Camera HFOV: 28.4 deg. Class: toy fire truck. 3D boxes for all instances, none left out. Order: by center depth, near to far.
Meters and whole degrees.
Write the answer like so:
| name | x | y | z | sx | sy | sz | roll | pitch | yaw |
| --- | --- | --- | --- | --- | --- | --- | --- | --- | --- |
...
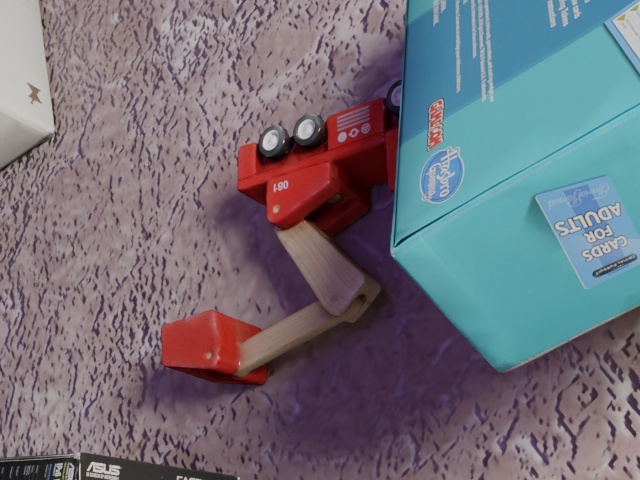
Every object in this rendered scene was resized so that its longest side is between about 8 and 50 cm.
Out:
| name | x | y | z | sx | sy | sz | roll | pitch | yaw |
| --- | --- | --- | --- | --- | --- | --- | --- | --- | --- |
| toy fire truck | 0.000 | 0.000 | 0.694 | 0.192 | 0.047 | 0.135 | -16 | 63 | 32 |

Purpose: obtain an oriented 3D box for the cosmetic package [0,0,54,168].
| name | x | y | z | sx | sy | sz | roll | pitch | yaw |
| --- | --- | --- | --- | --- | --- | --- | --- | --- | --- |
| cosmetic package | -0.397 | -0.082 | 0.948 | 0.365 | 0.197 | 0.155 | -30 | 55 | 24 |

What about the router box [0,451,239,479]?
| name | x | y | z | sx | sy | sz | roll | pitch | yaw |
| --- | --- | --- | --- | --- | --- | --- | --- | --- | --- |
| router box | -0.117 | 0.140 | 0.679 | 0.092 | 0.122 | 0.038 | -11 | 70 | 36 |

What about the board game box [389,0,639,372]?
| name | x | y | z | sx | sy | sz | roll | pitch | yaw |
| --- | --- | --- | --- | --- | --- | --- | --- | --- | --- |
| board game box | 0.188 | -0.122 | 0.506 | 0.336 | 0.079 | 0.254 | -30 | 28 | 25 |
